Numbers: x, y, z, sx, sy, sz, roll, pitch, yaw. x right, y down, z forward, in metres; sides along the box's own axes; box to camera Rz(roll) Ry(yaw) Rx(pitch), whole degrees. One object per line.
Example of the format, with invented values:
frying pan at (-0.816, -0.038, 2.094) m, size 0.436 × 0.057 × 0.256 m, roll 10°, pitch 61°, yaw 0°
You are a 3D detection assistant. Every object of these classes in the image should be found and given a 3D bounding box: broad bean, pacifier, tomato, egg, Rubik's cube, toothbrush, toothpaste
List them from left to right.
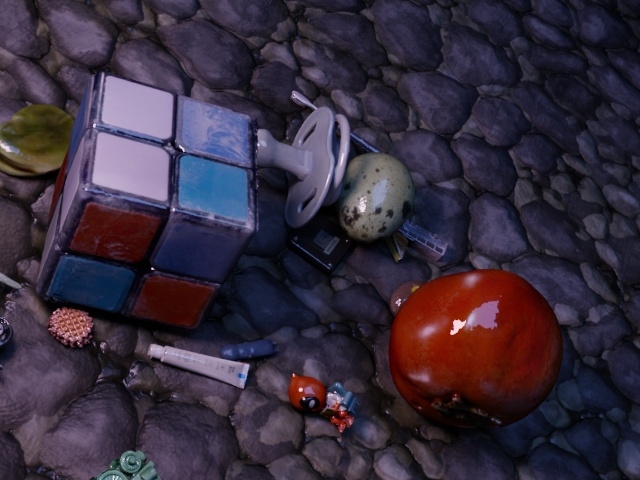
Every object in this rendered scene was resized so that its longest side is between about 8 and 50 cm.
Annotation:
broad bean at (-0.550, -0.197, 1.989) m, size 0.207 × 0.072 × 0.153 m, roll -28°, pitch 79°, yaw -40°
Rubik's cube at (-0.312, -0.066, 1.842) m, size 0.318 × 0.313 × 0.316 m, roll 15°, pitch 45°, yaw -19°
toothpaste at (-0.226, 0.227, 1.876) m, size 0.190 × 0.031 × 0.048 m, roll 18°, pitch 72°, yaw -18°
pacifier at (-0.055, -0.174, 2.126) m, size 0.226 × 0.238 × 0.287 m, roll 15°, pitch 54°, yaw -23°
toothbrush at (0.049, -0.264, 2.396) m, size 0.288 × 0.026 × 0.024 m, roll 34°, pitch 65°, yaw -4°
egg at (0.113, -0.088, 2.192) m, size 0.177 × 0.177 × 0.228 m, roll 26°, pitch 44°, yaw -9°
tomato at (0.301, 0.210, 1.971) m, size 0.325 × 0.293 × 0.289 m, roll 29°, pitch 60°, yaw -23°

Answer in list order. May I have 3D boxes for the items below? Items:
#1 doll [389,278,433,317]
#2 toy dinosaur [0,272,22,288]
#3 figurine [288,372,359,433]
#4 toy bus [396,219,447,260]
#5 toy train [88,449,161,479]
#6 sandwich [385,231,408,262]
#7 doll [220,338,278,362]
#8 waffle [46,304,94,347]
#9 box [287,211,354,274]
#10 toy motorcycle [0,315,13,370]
doll at (0.216, 0.169, 2.119) m, size 0.145 × 0.096 × 0.188 m, roll 3°, pitch 65°, yaw -18°
toy dinosaur at (-0.688, -0.040, 1.789) m, size 0.393 × 0.092 × 0.205 m, roll 28°, pitch 41°, yaw 4°
figurine at (0.001, 0.299, 1.919) m, size 0.140 × 0.068 × 0.075 m, roll 31°, pitch 50°, yaw -7°
toy bus at (0.222, -0.004, 2.286) m, size 0.131 × 0.037 × 0.052 m, roll 30°, pitch 52°, yaw -7°
toy train at (-0.333, 0.421, 1.648) m, size 0.104 × 0.071 × 0.178 m, roll 48°, pitch 49°, yaw 0°
sandwich at (0.173, 0.008, 2.253) m, size 0.044 × 0.031 × 0.083 m, roll -11°, pitch 65°, yaw -29°
doll at (-0.136, 0.210, 1.941) m, size 0.125 × 0.027 × 0.037 m, roll -4°, pitch 59°, yaw -34°
waffle at (-0.444, 0.153, 1.813) m, size 0.083 × 0.029 × 0.075 m, roll 28°, pitch 47°, yaw -6°
box at (0.000, 0.000, 2.169) m, size 0.125 × 0.027 × 0.126 m, roll 36°, pitch 47°, yaw 0°
toy motorcycle at (-0.630, 0.168, 1.674) m, size 0.225 × 0.073 × 0.152 m, roll 16°, pitch 52°, yaw -15°
